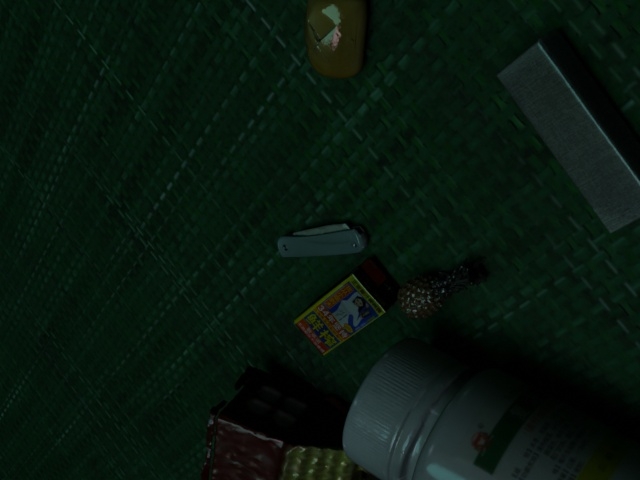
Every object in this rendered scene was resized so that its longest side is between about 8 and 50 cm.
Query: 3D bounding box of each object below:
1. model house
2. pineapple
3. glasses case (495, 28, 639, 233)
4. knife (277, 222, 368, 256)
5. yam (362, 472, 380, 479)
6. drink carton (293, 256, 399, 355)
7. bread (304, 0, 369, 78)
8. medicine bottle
[{"bbox_3d":[-0.041,0.340,1.367,0.254,0.160,0.196,19,117,19],"label":"model house"},{"bbox_3d":[0.155,0.061,1.120,0.124,0.058,0.058,-23,98,42],"label":"pineapple"},{"bbox_3d":[0.269,-0.111,0.914,0.205,0.047,0.071,54,142,2],"label":"glasses case"},{"bbox_3d":[0.000,0.000,1.244,0.162,0.023,0.044,-5,113,44],"label":"knife"},{"bbox_3d":[0.117,0.477,1.409,0.046,0.046,0.264,1,113,42],"label":"yam"},{"bbox_3d":[0.037,0.092,1.244,0.071,0.056,0.165,47,137,-2],"label":"drink carton"},{"bbox_3d":[0.013,-0.245,1.059,0.082,0.056,0.115,31,132,26],"label":"bread"},{"bbox_3d":[0.211,0.268,1.077,0.339,0.208,0.208,28,130,28],"label":"medicine bottle"}]
